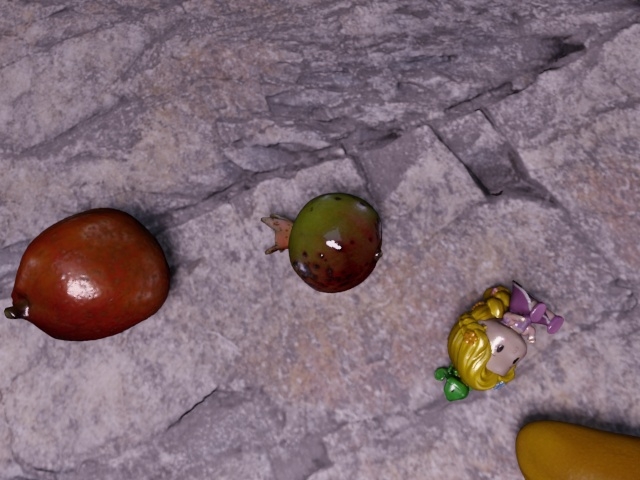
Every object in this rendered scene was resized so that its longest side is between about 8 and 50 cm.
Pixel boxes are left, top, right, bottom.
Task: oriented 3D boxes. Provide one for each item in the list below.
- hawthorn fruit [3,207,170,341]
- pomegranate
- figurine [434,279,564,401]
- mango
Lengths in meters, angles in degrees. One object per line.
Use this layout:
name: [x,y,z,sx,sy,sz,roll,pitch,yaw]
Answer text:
hawthorn fruit: [-0.285,0.046,0.713,0.169,0.169,0.188,45,38,19]
pomegranate: [-0.001,0.005,0.731,0.160,0.129,0.129,-11,68,10]
figurine: [0.194,0.117,0.699,0.095,0.115,0.156,35,96,-16]
mango: [0.324,0.267,0.603,0.253,0.113,0.138,30,79,23]
